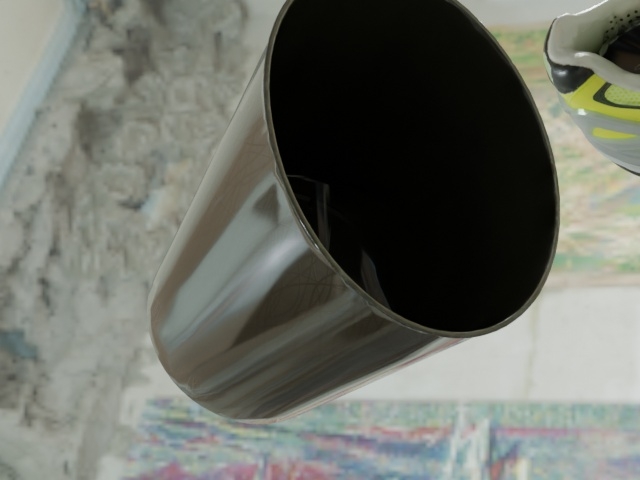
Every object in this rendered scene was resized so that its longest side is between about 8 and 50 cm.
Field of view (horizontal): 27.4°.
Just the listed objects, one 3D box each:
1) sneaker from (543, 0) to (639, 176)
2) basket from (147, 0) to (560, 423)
[{"bbox_3d":[0.319,-0.151,0.821,0.147,0.384,0.145,21,-131,-48],"label":"sneaker"},{"bbox_3d":[0.000,0.000,0.707,0.227,0.154,0.204,133,134,-53],"label":"basket"}]
